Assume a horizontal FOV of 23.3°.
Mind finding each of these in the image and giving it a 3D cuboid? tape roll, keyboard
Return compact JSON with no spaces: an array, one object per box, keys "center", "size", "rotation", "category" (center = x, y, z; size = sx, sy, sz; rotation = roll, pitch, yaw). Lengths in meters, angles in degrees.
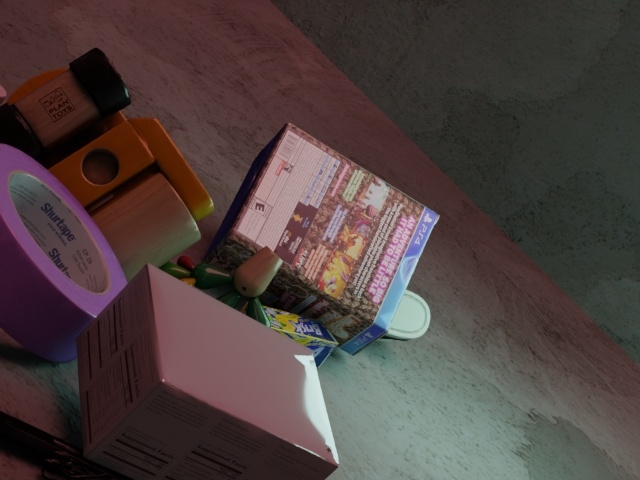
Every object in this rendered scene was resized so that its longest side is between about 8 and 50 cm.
[{"center":[-0.355,0.015,1.920],"size":[0.275,0.090,0.275],"rotation":[52,12,-16],"category":"tape roll"},{"center":[-0.285,0.247,1.718],"size":[0.192,0.038,0.100],"rotation":[29,-3,-22],"category":"keyboard"}]

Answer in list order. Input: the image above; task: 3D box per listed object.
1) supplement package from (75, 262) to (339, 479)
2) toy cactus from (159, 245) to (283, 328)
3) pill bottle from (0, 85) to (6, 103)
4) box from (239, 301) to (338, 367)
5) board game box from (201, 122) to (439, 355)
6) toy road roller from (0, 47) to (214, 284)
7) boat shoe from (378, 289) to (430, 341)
[{"center":[-0.134,0.186,1.812],"size":[0.262,0.145,0.204],"rotation":[31,27,-31],"category":"supplement package"},{"center":[-0.123,0.087,2.179],"size":[0.219,0.180,0.112],"rotation":[44,-2,4],"category":"toy cactus"},{"center":[-0.494,-0.173,2.194],"size":[0.065,0.116,0.065],"rotation":[33,19,-13],"category":"pill bottle"},{"center":[-0.054,0.144,2.340],"size":[0.169,0.054,0.059],"rotation":[17,27,-46],"category":"box"},{"center":[0.000,0.000,2.447],"size":[0.291,0.141,0.232],"rotation":[32,61,-10],"category":"board game box"},{"center":[-0.316,-0.091,2.187],"size":[0.329,0.202,0.240],"rotation":[55,-12,4],"category":"toy road roller"},{"center":[0.030,0.097,2.561],"size":[0.302,0.114,0.091],"rotation":[26,-21,-15],"category":"boat shoe"}]
